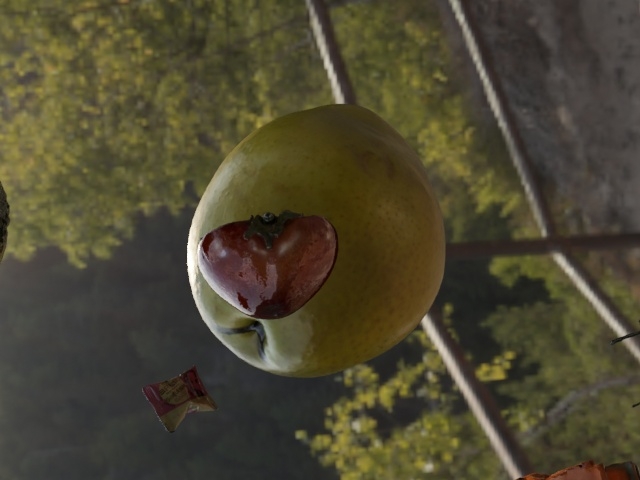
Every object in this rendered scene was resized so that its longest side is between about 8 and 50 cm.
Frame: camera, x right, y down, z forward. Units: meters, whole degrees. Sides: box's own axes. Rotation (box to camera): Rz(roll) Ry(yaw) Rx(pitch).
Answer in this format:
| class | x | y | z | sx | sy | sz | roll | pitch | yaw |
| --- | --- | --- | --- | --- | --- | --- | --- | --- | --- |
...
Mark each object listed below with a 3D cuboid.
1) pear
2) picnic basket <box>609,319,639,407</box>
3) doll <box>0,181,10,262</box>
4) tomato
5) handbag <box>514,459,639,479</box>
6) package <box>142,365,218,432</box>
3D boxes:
| class | x | y | z | sx | sy | sz | roll | pitch | yaw |
| --- | --- | --- | --- | --- | --- | --- | --- | --- | --- |
| pear | 0.000 | 0.000 | 1.524 | 0.362 | 0.363 | 0.418 | 99 | -165 | -49 |
| picnic basket | 0.291 | 0.101 | 0.918 | 0.083 | 0.083 | 0.065 | -137 | 28 | -68 |
| doll | -0.531 | -0.058 | 1.253 | 0.349 | 0.247 | 0.247 | 47 | -158 | -45 |
| tomato | -0.051 | 0.036 | 1.187 | 0.139 | 0.159 | 0.091 | 104 | 153 | -61 |
| handbag | 0.179 | 0.416 | 1.136 | 0.410 | 0.116 | 0.303 | -29 | 64 | 36 |
| package | -0.154 | 0.176 | 1.203 | 0.029 | 0.083 | 0.059 | -38 | 79 | 37 |
